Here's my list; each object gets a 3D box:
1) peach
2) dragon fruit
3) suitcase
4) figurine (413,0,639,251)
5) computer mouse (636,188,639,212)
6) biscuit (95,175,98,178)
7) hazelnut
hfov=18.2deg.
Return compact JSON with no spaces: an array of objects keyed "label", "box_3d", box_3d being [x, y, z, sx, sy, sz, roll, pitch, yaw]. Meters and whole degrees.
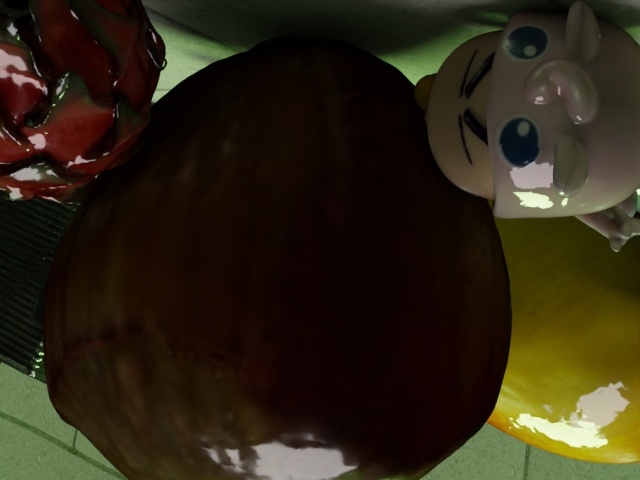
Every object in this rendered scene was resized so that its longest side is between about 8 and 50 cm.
[{"label":"peach","box_3d":[0.255,0.062,1.862,0.289,0.289,0.308,18,150,-40]},{"label":"dragon fruit","box_3d":[-0.217,-0.138,1.505,0.192,0.193,0.274,41,146,19]},{"label":"suitcase","box_3d":[-0.372,0.003,2.266,0.335,0.229,0.152,26,178,21]},{"label":"figurine","box_3d":[0.164,-0.078,1.497,0.186,0.176,0.287,-2,179,9]},{"label":"computer mouse","box_3d":[0.311,-0.056,1.685,0.288,0.097,0.159,8,174,12]},{"label":"biscuit","box_3d":[-0.139,-0.080,2.171,0.259,0.079,0.259,12,172,2]},{"label":"hazelnut","box_3d":[-0.031,0.033,1.627,0.353,0.420,0.421,18,170,-18]}]
